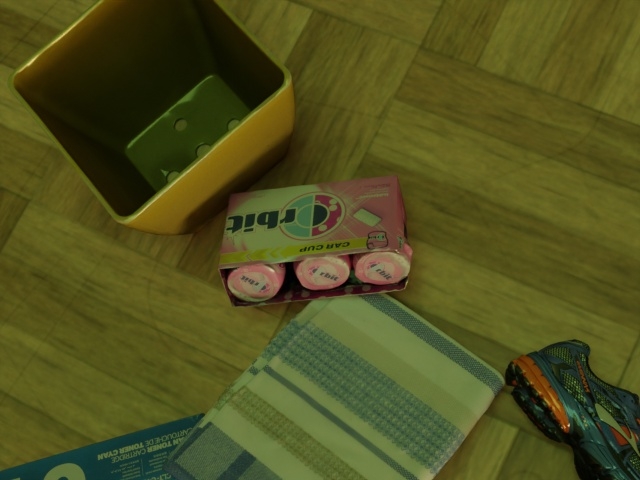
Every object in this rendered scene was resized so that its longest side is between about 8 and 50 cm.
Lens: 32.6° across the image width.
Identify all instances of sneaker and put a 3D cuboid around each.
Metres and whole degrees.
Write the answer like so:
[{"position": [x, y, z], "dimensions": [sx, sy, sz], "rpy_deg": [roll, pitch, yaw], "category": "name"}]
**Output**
[{"position": [0.268, 0.178, 0.998], "dimensions": [0.087, 0.083, 0.221], "rpy_deg": [-34, 74, -13], "category": "sneaker"}]

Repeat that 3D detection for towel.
[{"position": [0.016, 0.170, 1.029], "dimensions": [0.209, 0.034, 0.285], "rpy_deg": [33, 60, 20], "category": "towel"}]

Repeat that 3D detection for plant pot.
[{"position": [-0.149, -0.125, 1.128], "dimensions": [0.212, 0.187, 0.212], "rpy_deg": [-41, 69, -3], "category": "plant pot"}]

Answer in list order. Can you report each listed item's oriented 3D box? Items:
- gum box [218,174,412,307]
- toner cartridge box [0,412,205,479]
[{"position": [0.000, 0.000, 1.100], "dimensions": [0.188, 0.062, 0.107], "rpy_deg": [-7, 44, 11], "category": "gum box"}, {"position": [-0.254, 0.295, 1.042], "dimensions": [0.348, 0.075, 0.165], "rpy_deg": [-17, 53, 2], "category": "toner cartridge box"}]
